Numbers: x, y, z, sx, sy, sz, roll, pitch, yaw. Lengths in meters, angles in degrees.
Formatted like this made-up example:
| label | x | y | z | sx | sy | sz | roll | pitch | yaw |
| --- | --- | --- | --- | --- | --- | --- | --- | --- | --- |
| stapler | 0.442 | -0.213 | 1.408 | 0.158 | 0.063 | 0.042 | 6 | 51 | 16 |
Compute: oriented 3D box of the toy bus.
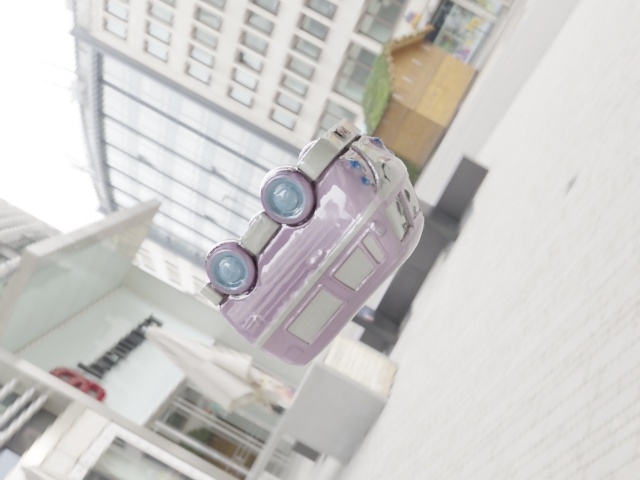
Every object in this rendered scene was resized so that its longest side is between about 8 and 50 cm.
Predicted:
| label | x | y | z | sx | sy | sz | roll | pitch | yaw |
| --- | --- | --- | --- | --- | --- | --- | --- | --- | --- |
| toy bus | 0.000 | 0.000 | 0.826 | 0.202 | 0.142 | 0.142 | -51 | -2 | 25 |
